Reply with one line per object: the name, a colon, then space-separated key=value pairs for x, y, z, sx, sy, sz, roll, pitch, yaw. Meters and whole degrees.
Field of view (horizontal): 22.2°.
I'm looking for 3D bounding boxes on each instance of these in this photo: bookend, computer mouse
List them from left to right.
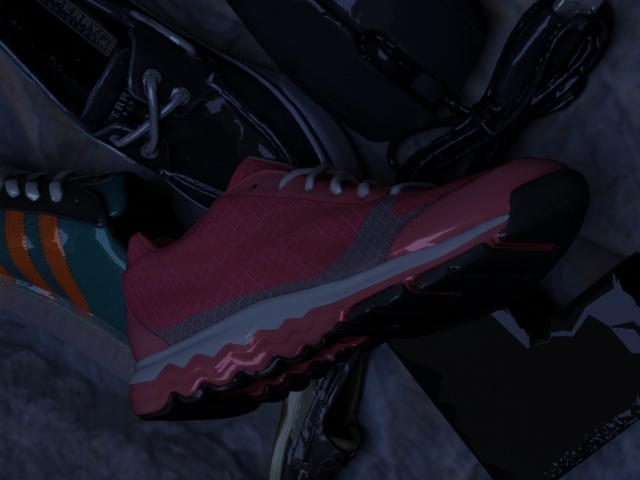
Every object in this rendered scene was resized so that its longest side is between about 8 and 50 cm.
computer mouse: x=0.025 y=-0.146 z=0.985 sx=0.272 sy=0.072 sz=0.188 roll=44 pitch=116 yaw=12
bookend: x=0.135 y=0.049 z=0.974 sx=0.156 sy=0.072 sz=0.157 roll=-43 pitch=80 yaw=26

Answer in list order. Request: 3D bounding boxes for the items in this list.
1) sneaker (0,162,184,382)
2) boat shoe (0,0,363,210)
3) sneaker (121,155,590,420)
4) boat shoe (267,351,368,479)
sneaker: x=-0.173 y=-0.009 z=1.102 sx=0.302 sy=0.108 sz=0.121 roll=26 pitch=111 yaw=11
boat shoe: x=-0.109 y=-0.095 z=1.046 sx=0.301 sy=0.102 sz=0.108 roll=41 pitch=116 yaw=12
sneaker: x=-0.001 y=0.000 z=0.936 sx=0.314 sy=0.116 sz=0.136 roll=-25 pitch=73 yaw=27
boat shoe: x=0.001 y=0.129 z=1.069 sx=0.049 sy=0.056 sz=0.152 roll=14 pitch=107 yaw=29
